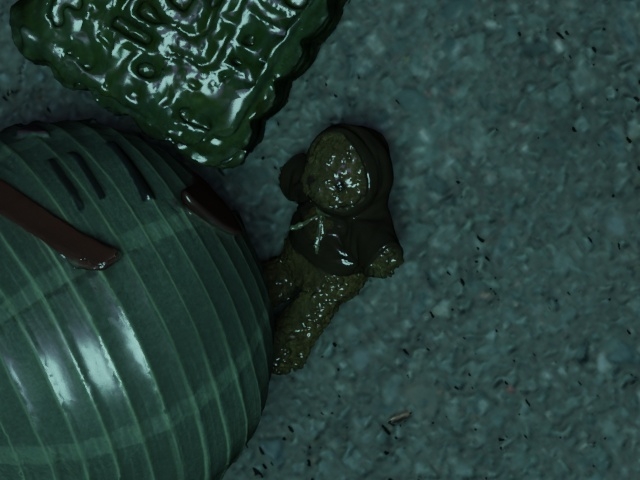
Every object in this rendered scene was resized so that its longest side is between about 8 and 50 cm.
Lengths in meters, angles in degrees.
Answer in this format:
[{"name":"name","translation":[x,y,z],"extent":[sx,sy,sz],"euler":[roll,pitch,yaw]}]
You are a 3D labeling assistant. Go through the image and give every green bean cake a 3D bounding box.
[{"name":"green bean cake","translation":[-0.081,-0.154,1.096],"extent":[0.173,0.094,0.181],"euler":[33,98,0]}]

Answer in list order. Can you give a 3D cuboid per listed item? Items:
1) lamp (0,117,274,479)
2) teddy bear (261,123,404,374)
[{"name":"lamp","translation":[-0.140,0.043,1.054],"extent":[0.233,0.265,0.233],"euler":[-17,121,-31]},{"name":"teddy bear","translation":[0.006,0.003,1.115],"extent":[0.119,0.078,0.160],"euler":[48,119,40]}]
